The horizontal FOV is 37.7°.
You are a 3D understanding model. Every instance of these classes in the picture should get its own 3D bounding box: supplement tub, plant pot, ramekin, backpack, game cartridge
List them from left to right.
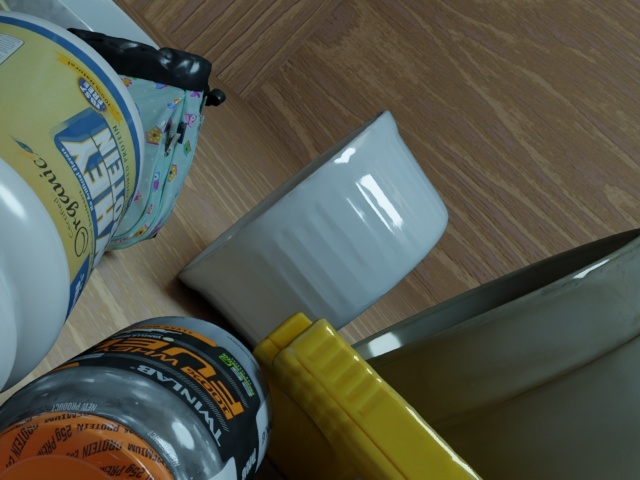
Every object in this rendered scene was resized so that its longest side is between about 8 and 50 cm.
[{"bbox_3d":[-0.174,-0.013,0.439,0.144,0.144,0.199,42,26,-18],"label":"supplement tub"},{"bbox_3d":[-0.180,-0.083,0.813,0.152,0.181,0.115,14,6,9],"label":"backpack"},{"bbox_3d":[-0.092,0.107,0.456,0.117,0.117,0.190,45,7,0],"label":"supplement tub"},{"bbox_3d":[0.000,0.000,0.979,0.135,0.277,0.277,51,7,-7],"label":"ramekin"},{"bbox_3d":[0.067,0.205,0.616,0.324,0.053,0.285,45,-20,10],"label":"game cartridge"},{"bbox_3d":[0.177,0.179,0.791,0.323,0.323,0.280,-2,69,-80],"label":"plant pot"}]

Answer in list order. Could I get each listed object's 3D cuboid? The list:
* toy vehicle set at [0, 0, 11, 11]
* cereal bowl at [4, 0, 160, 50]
[{"bbox_3d":[-0.288,-0.162,0.617,0.166,0.035,0.267,58,13,-16],"label":"toy vehicle set"},{"bbox_3d":[-0.298,-0.216,1.010,0.339,0.141,0.339,43,8,-8],"label":"cereal bowl"}]
